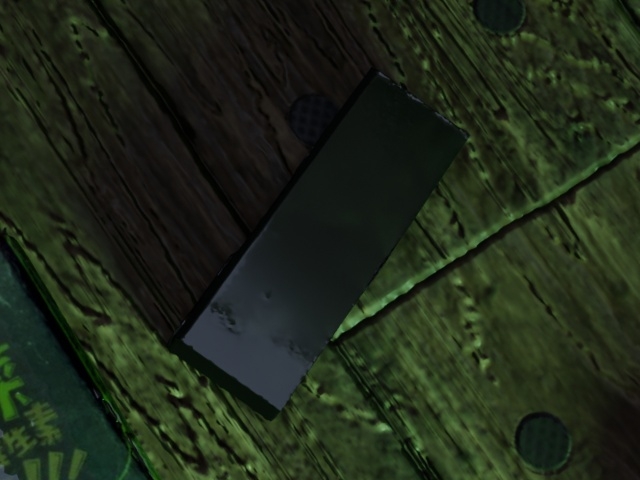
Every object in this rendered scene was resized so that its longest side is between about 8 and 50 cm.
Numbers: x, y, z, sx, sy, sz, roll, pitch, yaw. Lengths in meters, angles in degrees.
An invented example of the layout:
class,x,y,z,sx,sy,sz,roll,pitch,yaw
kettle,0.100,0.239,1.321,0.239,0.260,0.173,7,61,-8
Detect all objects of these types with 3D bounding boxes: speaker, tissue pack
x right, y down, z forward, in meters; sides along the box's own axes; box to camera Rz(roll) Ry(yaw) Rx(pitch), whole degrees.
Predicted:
class,x,y,z,sx,sy,sz,roll,pitch,yaw
speaker,0.000,0.000,1.003,0.082,0.044,0.218,34,70,1
tissue pack,-0.190,0.133,0.907,0.173,0.073,0.235,-30,81,-24
